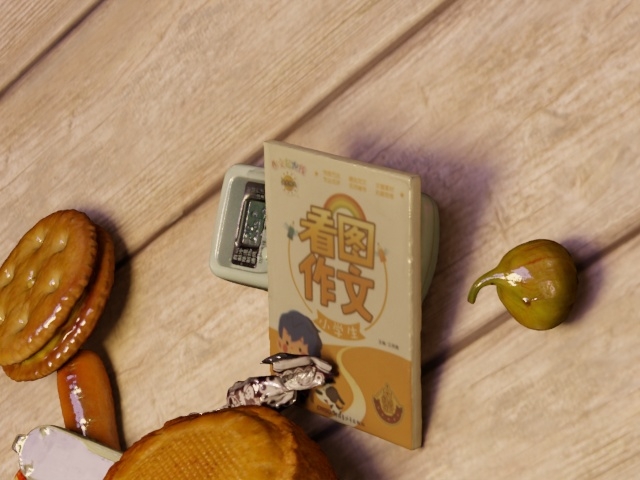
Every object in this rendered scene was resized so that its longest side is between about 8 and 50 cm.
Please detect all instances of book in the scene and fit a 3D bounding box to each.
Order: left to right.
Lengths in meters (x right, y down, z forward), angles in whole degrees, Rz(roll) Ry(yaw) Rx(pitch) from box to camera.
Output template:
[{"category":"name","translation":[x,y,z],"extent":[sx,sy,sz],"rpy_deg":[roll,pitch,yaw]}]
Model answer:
[{"category":"book","translation":[0.022,0.054,1.651],"extent":[0.208,0.020,0.295],"rpy_deg":[16,116,41]}]

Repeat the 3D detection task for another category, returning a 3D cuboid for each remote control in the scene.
[{"category":"remote control","translation":[0.000,0.000,1.725],"extent":[0.296,0.056,0.140],"rpy_deg":[12,92,41]}]

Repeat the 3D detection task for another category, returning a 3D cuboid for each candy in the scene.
[{"category":"candy","translation":[-0.075,0.175,1.722],"extent":[0.226,0.094,0.051],"rpy_deg":[-35,60,41]}]

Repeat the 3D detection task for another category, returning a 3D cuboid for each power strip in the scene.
[{"category":"power strip","translation":[-0.230,0.284,1.826],"extent":[0.286,0.048,0.080],"rpy_deg":[20,85,21]}]

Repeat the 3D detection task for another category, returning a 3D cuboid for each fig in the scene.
[{"category":"fig","translation":[0.198,0.038,1.526],"extent":[0.082,0.098,0.084],"rpy_deg":[-97,26,-44]}]

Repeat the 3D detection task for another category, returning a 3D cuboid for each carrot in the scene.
[{"category":"carrot","translation":[-0.274,0.233,1.912],"extent":[0.067,0.067,0.225],"rpy_deg":[-25,69,35]}]

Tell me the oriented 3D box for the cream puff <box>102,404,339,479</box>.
[{"category":"cream puff","translation":[-0.099,0.326,1.634],"extent":[0.303,0.212,0.303],"rpy_deg":[-18,36,13]}]

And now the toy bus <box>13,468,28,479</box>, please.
[{"category":"toy bus","translation":[-0.312,0.342,1.923],"extent":[0.077,0.079,0.174],"rpy_deg":[-46,57,35]}]

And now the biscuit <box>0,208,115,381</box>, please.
[{"category":"biscuit","translation":[-0.335,0.065,1.957],"extent":[0.220,0.066,0.220],"rpy_deg":[-32,39,31]}]
